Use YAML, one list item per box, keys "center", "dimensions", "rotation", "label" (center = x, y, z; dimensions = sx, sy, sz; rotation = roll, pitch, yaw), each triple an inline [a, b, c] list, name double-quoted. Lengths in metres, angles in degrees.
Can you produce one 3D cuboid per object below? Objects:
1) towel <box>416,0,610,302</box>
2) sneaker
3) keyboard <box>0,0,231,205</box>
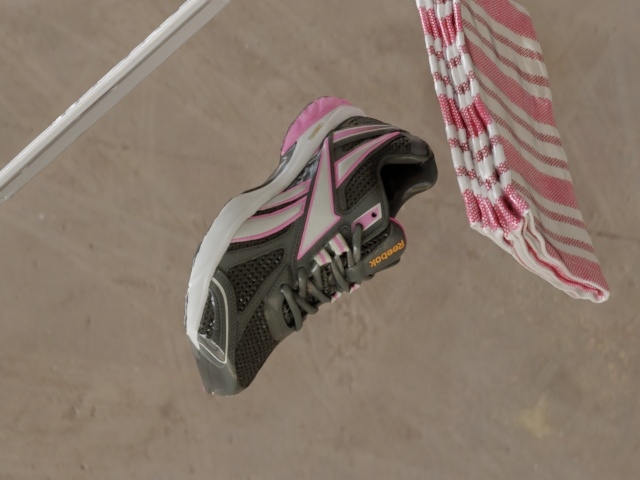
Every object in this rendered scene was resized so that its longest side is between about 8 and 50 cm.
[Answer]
- center: [0.100, -0.072, 0.739]
  dimensions: [0.029, 0.144, 0.197]
  rotation: [-21, 64, 23]
  label: "towel"
- center: [0.000, 0.000, 0.689]
  dimensions: [0.077, 0.072, 0.178]
  rotation: [15, 59, 25]
  label: "sneaker"
- center: [-0.106, -0.073, 0.687]
  dimensions: [0.014, 0.256, 0.072]
  rotation: [52, 33, -4]
  label: "keyboard"
